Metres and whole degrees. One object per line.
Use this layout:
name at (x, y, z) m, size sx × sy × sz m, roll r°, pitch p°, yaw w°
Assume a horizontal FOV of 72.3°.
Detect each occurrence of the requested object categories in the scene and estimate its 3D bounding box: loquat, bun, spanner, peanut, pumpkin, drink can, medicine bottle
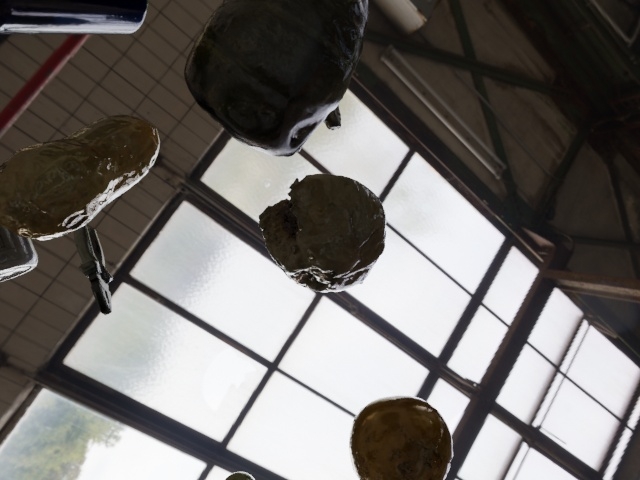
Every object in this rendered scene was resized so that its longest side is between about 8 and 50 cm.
loquat at (0.175, 0.461, 0.980) m, size 0.235 × 0.235 × 0.235 m, roll -44°, pitch -158°, yaw 23°
bun at (0.011, 0.004, 0.927) m, size 0.281 × 0.282 × 0.204 m, roll -22°, pitch -122°, yaw 54°
spanner at (-0.568, 0.058, 1.097) m, size 0.040 × 0.095 × 0.325 m, roll -30°, pitch -125°, yaw -8°
peanut at (-0.304, -0.091, 0.569) m, size 0.236 × 0.110 × 0.120 m, roll -47°, pitch 169°, yaw -37°
pumpkin at (-0.027, -0.271, 0.611) m, size 0.232 × 0.242 × 0.325 m, roll -39°, pitch -148°, yaw 29°
drink can at (-0.310, -0.297, 0.499) m, size 0.118 × 0.118 × 0.205 m, roll -33°, pitch 180°, yaw 42°
medicine bottle at (-0.625, -0.032, 0.799) m, size 0.135 × 0.215 × 0.135 m, roll -23°, pitch 180°, yaw 0°

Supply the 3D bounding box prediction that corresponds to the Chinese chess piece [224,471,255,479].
Chinese chess piece at (-0.153, 0.474, 0.809) m, size 0.084 × 0.034 × 0.084 m, roll -19°, pitch -127°, yaw 27°
